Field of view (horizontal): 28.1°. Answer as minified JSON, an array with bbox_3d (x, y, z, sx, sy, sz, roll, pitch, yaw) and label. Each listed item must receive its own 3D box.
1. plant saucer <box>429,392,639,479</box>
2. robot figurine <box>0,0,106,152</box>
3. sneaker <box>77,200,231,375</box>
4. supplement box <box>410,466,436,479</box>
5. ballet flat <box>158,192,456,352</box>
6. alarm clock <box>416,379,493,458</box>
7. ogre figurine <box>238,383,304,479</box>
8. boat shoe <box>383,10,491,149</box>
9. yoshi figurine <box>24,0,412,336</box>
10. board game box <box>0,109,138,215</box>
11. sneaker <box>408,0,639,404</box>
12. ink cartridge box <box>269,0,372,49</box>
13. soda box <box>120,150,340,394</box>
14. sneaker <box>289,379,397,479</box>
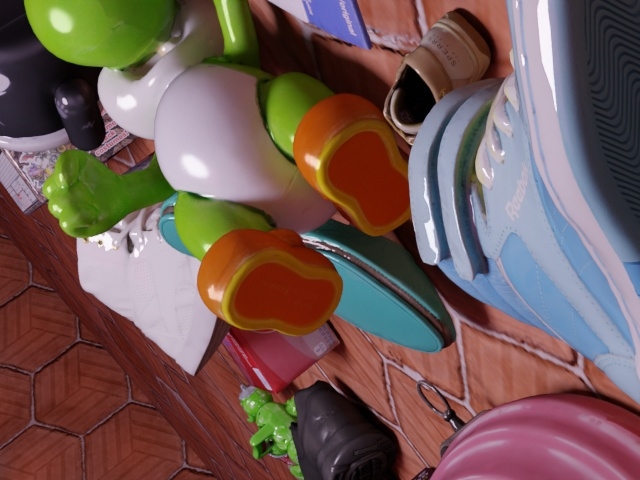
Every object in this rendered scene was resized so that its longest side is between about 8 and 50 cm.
[{"bbox_3d":[0.159,0.270,0.842,0.332,0.084,0.332,19,113,53],"label":"plant saucer"},{"bbox_3d":[-0.290,-0.200,1.229,0.278,0.173,0.209,92,180,-66],"label":"robot figurine"},{"bbox_3d":[-0.137,-0.008,1.136,0.169,0.108,0.292,34,137,6],"label":"sneaker"},{"bbox_3d":[0.154,0.295,1.212,0.130,0.073,0.239,54,163,-7],"label":"supplement box"},{"bbox_3d":[0.000,0.000,0.959,0.247,0.087,0.083,22,148,16],"label":"ballet flat"},{"bbox_3d":[0.143,0.180,1.009,0.192,0.064,0.129,45,163,16],"label":"alarm clock"},{"bbox_3d":[-0.040,0.247,1.614,0.197,0.097,0.118,64,180,29],"label":"ogre figurine"},{"bbox_3d":[0.058,-0.079,0.723,0.050,0.045,0.135,48,164,17],"label":"boat shoe"},{"bbox_3d":[-0.102,-0.108,0.873,0.362,0.203,0.203,48,147,43],"label":"yoshi figurine"},{"bbox_3d":[-0.367,-0.191,1.509,0.291,0.141,0.232,55,164,-9],"label":"board game box"},{"bbox_3d":[0.094,-0.054,0.536,0.208,0.127,0.319,32,153,49],"label":"sneaker"},{"bbox_3d":[-0.069,-0.239,0.710,0.311,0.065,0.186,41,159,44],"label":"ink cartridge box"},{"bbox_3d":[-0.095,0.023,1.289,0.263,0.092,0.083,56,162,-14],"label":"soda box"},{"bbox_3d":[0.022,0.254,1.483,0.130,0.109,0.286,53,158,29],"label":"sneaker"}]
